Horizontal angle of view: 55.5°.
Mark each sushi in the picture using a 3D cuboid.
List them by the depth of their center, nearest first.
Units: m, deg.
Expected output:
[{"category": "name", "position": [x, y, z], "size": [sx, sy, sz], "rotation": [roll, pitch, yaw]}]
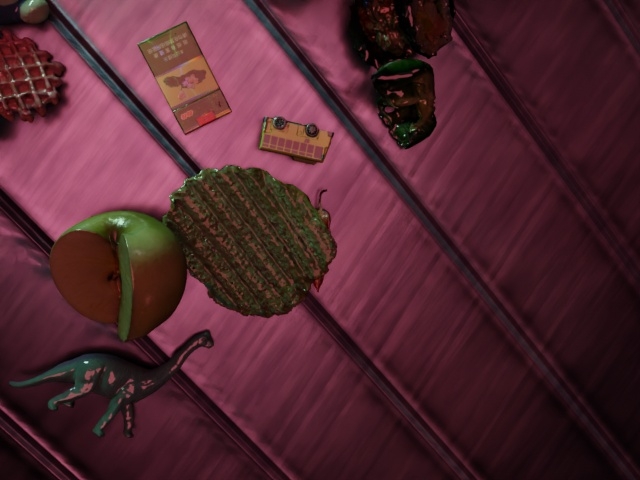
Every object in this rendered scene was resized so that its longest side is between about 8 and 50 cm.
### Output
[{"category": "sushi", "position": [0.186, -0.536, 1.469], "size": [0.225, 0.219, 0.238], "rotation": [1, 80, -50]}]

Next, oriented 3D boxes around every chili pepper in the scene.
[{"category": "chili pepper", "position": [0.210, -0.346, 1.495], "size": [0.148, 0.116, 0.264], "rotation": [-14, 143, 9]}, {"category": "chili pepper", "position": [0.000, 0.000, 1.572], "size": [0.059, 0.050, 0.268], "rotation": [2, 99, 9]}]

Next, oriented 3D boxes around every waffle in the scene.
[{"category": "waffle", "position": [-0.695, -0.368, 1.350], "size": [0.234, 0.055, 0.221], "rotation": [28, 61, -17]}]

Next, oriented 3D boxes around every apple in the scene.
[{"category": "apple", "position": [-0.439, 0.070, 1.401], "size": [0.295, 0.233, 0.258], "rotation": [13, 122, 27]}]

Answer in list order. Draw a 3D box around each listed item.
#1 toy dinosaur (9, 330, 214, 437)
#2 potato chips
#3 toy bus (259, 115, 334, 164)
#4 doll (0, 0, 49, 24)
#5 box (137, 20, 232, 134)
[{"category": "toy dinosaur", "position": [-0.505, 0.296, 1.511], "size": [0.383, 0.129, 0.331], "rotation": [31, 81, -12]}, {"category": "potato chips", "position": [-0.175, -0.004, 1.523], "size": [0.358, 0.070, 0.429], "rotation": [-37, 100, 6]}, {"category": "toy bus", "position": [-0.062, -0.249, 1.508], "size": [0.175, 0.088, 0.101], "rotation": [12, 97, -9]}, {"category": "doll", "position": [-0.722, -0.596, 1.307], "size": [0.228, 0.154, 0.258], "rotation": [-19, 111, -41]}, {"category": "box", "position": [-0.325, -0.389, 1.465], "size": [0.132, 0.034, 0.235], "rotation": [-27, 102, -6]}]
